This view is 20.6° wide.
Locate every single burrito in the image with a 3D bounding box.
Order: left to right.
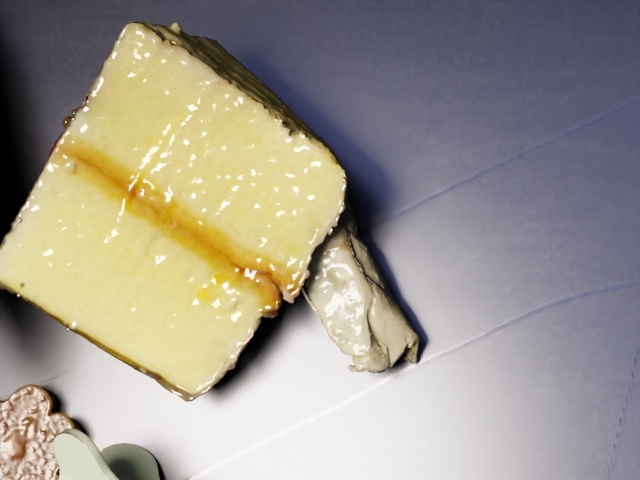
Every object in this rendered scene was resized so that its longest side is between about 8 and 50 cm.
[{"bbox_3d":[0.002,-0.001,1.339,0.063,0.058,0.230,-31,78,11],"label":"burrito"}]

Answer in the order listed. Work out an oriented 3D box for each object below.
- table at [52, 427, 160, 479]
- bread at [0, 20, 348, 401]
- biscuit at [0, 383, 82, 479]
[{"bbox_3d":[-0.132,0.241,1.287,0.198,0.166,0.166,36,90,22],"label":"table"},{"bbox_3d":[-0.104,-0.014,1.289,0.178,0.135,0.240,41,107,28],"label":"bread"},{"bbox_3d":[-0.261,0.193,1.380,0.175,0.026,0.124,-44,77,3],"label":"biscuit"}]
